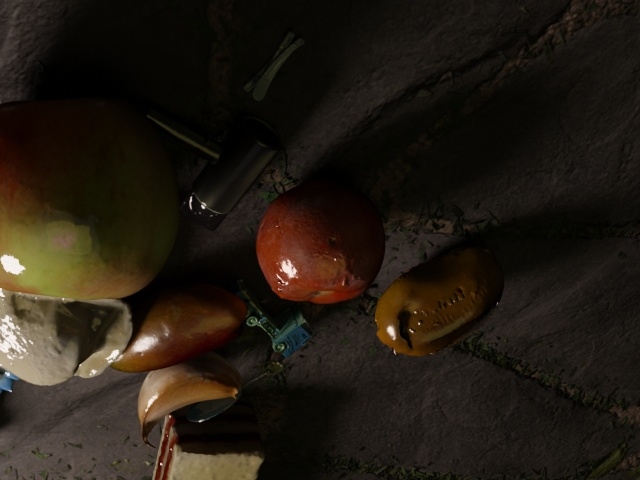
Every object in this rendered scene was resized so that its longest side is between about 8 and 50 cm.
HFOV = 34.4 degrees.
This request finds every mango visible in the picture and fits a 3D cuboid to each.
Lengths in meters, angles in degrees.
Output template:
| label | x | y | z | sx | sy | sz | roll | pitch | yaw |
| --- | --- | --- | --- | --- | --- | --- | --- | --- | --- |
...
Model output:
| label | x | y | z | sx | sy | sz | roll | pitch | yaw |
| --- | --- | --- | --- | --- | --- | --- | --- | --- | --- |
| mango | -0.248 | 0.142 | 1.729 | 0.267 | 0.111 | 0.133 | -21 | 121 | 12 |
| mango | 0.206 | 0.101 | 1.810 | 0.248 | 0.151 | 0.156 | -36 | 119 | 5 |

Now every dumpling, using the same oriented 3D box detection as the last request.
| label | x | y | z | sx | sy | sz | roll | pitch | yaw |
| --- | --- | --- | --- | --- | --- | --- | --- | --- | --- |
| dumpling | -0.417 | 0.130 | 1.610 | 0.226 | 0.175 | 0.243 | -25 | 169 | 27 |

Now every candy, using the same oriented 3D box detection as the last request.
| label | x | y | z | sx | sy | sz | roll | pitch | yaw |
| --- | --- | --- | --- | --- | --- | --- | --- | --- | --- |
| candy | -0.226 | 0.457 | 1.989 | 0.179 | 0.135 | 0.321 | 2 | 130 | -19 |

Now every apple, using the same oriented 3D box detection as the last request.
| label | x | y | z | sx | sy | sz | roll | pitch | yaw |
| --- | --- | --- | --- | --- | --- | --- | --- | --- | --- |
| apple | -0.346 | -0.063 | 1.412 | 0.319 | 0.319 | 0.277 | 5 | 92 | -21 |

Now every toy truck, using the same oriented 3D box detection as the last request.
| label | x | y | z | sx | sy | sz | roll | pitch | yaw |
| --- | --- | --- | --- | --- | --- | --- | --- | --- | --- |
| toy truck | -0.086 | 0.124 | 1.801 | 0.081 | 0.067 | 0.175 | -36 | 126 | 7 |

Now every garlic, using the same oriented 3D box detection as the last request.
| label | x | y | z | sx | sy | sz | roll | pitch | yaw |
| --- | --- | --- | --- | --- | --- | --- | --- | --- | --- |
| garlic | -0.251 | 0.251 | 1.816 | 0.206 | 0.115 | 0.128 | -29 | 137 | 2 |

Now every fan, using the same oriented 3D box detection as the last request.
| label | x | y | z | sx | sy | sz | roll | pitch | yaw |
| --- | --- | --- | --- | --- | --- | --- | --- | --- | --- |
| fan | -0.166 | 0.281 | 1.890 | 0.175 | 0.113 | 0.005 | -29 | 106 | -15 |

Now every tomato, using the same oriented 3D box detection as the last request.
| label | x | y | z | sx | sy | sz | roll | pitch | yaw |
| --- | --- | --- | --- | --- | --- | --- | --- | --- | --- |
| tomato | 0.000 | 0.000 | 1.639 | 0.208 | 0.185 | 0.208 | -2 | 164 | -1 |

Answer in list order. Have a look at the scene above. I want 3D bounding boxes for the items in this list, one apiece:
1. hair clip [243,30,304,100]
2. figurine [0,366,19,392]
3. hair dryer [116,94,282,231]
| label | x | y | z | sx | sy | sz | roll | pitch | yaw |
| --- | --- | --- | --- | --- | --- | --- | --- | --- | --- |
| hair clip | -0.066 | -0.252 | 1.508 | 0.030 | 0.039 | 0.115 | 22 | 117 | -37 |
| figurine | -0.561 | 0.227 | 1.731 | 0.114 | 0.079 | 0.114 | -12 | 135 | -12 |
| hair dryer | -0.211 | -0.135 | 1.553 | 0.248 | 0.078 | 0.195 | 30 | 116 | -23 |
